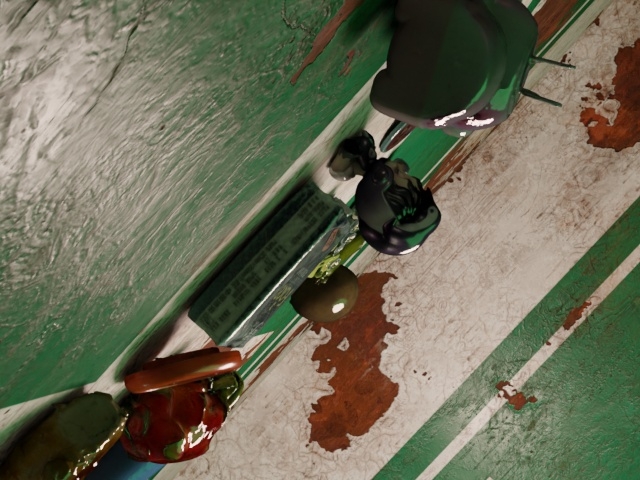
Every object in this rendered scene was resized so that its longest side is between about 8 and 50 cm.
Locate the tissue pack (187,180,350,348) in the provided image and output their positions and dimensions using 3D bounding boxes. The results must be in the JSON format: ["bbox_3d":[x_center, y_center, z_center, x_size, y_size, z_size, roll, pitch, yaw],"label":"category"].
[{"bbox_3d":[-0.084,0.049,1.454,0.315,0.103,0.228,-47,170,-2],"label":"tissue pack"}]

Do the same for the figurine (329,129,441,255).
[{"bbox_3d":[0.106,-0.077,1.437,0.145,0.222,0.145,-40,170,-9],"label":"figurine"}]

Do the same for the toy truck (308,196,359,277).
[{"bbox_3d":[0.000,0.000,1.712,0.116,0.085,0.191,-27,158,-40],"label":"toy truck"}]

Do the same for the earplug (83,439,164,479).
[{"bbox_3d":[-0.415,0.468,1.708,0.273,0.132,0.132,-41,170,-15],"label":"earplug"}]

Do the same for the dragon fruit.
[{"bbox_3d":[-0.277,0.323,1.598,0.269,0.198,0.200,-49,130,-24],"label":"dragon fruit"}]

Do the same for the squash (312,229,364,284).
[{"bbox_3d":[0.046,0.023,2.075,0.080,0.071,0.318,-62,168,28],"label":"squash"}]

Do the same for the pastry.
[{"bbox_3d":[-0.387,0.320,1.219,0.218,0.100,0.229,-46,173,-8],"label":"pastry"}]

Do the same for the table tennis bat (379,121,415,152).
[{"bbox_3d":[0.195,-0.260,1.659,0.153,0.040,0.244,-40,174,-35],"label":"table tennis bat"}]

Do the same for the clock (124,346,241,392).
[{"bbox_3d":[-0.239,0.222,1.423,0.205,0.051,0.205,-13,170,-2],"label":"clock"}]

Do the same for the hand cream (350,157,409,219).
[{"bbox_3d":[0.118,-0.097,1.968,0.276,0.059,0.095,-48,175,40],"label":"hand cream"}]

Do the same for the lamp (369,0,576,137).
[{"bbox_3d":[0.216,-0.245,1.119,0.301,0.248,0.247,-28,134,-65],"label":"lamp"}]

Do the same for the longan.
[{"bbox_3d":[0.000,0.137,2.130,0.205,0.159,0.185,-15,-177,41],"label":"longan"}]
